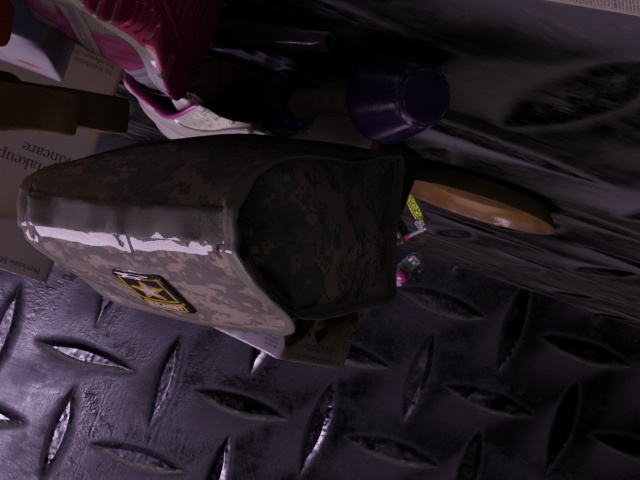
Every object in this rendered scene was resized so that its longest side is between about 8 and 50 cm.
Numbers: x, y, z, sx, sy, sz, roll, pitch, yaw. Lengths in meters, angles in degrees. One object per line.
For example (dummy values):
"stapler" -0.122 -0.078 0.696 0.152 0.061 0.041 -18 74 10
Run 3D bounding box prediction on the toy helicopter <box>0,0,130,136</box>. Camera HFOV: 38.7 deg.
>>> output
"toy helicopter" -0.284 -0.115 0.737 0.235 0.140 0.355 10 -174 19

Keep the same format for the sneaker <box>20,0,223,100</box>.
"sneaker" -0.155 -0.189 0.680 0.111 0.103 0.252 22 172 17

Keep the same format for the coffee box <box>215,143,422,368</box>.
"coffee box" 0.000 0.000 1.156 0.119 0.297 0.168 21 179 30

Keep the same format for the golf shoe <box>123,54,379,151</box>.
"golf shoe" -0.086 -0.137 1.012 0.306 0.115 0.140 16 173 23

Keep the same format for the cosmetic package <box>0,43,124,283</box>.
"cosmetic package" -0.372 -0.118 1.157 0.160 0.309 0.113 19 176 -19

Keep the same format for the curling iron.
"curling iron" -0.088 -0.187 0.818 0.068 0.035 0.274 2 -173 -44

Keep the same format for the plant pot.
"plant pot" 0.217 -0.061 1.280 0.236 0.032 0.236 18 176 1

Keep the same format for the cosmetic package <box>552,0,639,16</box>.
"cosmetic package" 0.111 -0.136 0.411 0.115 0.041 0.060 18 178 22

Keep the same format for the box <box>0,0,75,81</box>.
"box" -0.294 -0.224 0.838 0.130 0.091 0.170 18 177 -10

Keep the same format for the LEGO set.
"LEGO set" 0.076 -0.062 1.484 0.287 0.132 0.107 42 155 -9

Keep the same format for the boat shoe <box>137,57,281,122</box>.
"boat shoe" -0.102 -0.152 0.880 0.152 0.056 0.049 20 -161 15

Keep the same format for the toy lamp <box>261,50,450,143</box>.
"toy lamp" 0.024 -0.128 0.824 0.080 0.080 0.275 20 180 -27

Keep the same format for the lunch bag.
"lunch bag" -0.090 -0.012 0.808 0.235 0.169 0.287 7 -173 31
